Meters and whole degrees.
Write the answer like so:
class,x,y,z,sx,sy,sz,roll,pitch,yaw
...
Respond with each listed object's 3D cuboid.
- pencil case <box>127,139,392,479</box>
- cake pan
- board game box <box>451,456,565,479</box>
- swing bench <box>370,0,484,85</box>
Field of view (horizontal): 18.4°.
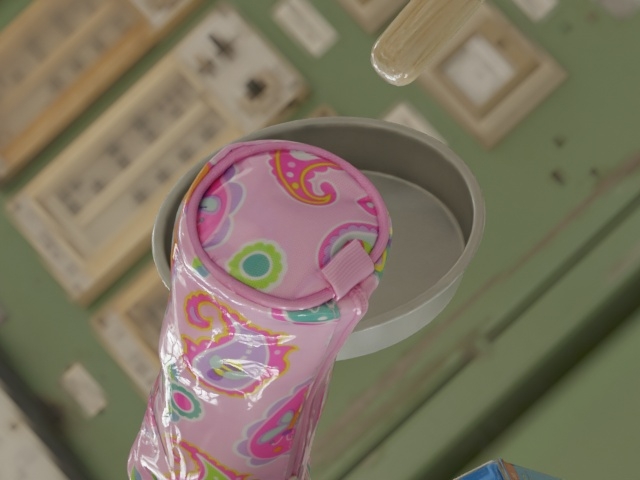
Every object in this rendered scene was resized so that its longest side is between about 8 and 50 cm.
class,x,y,z,sx,sy,sz,roll,pitch,yaw
pencil case,-0.038,0.070,1.134,0.124,0.124,0.284,48,148,24
cake pan,0.000,0.000,1.737,0.293,0.293,0.054,49,156,44
board game box,0.023,0.248,1.229,0.086,0.308,0.302,64,-169,16
swing bench,0.083,-0.198,0.556,0.165,0.254,0.253,58,178,10
